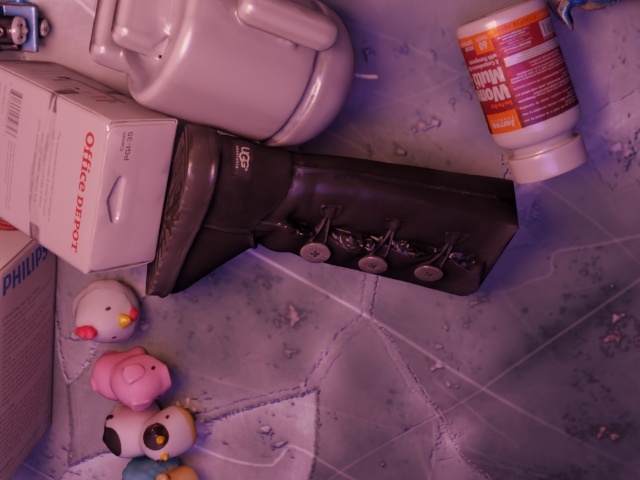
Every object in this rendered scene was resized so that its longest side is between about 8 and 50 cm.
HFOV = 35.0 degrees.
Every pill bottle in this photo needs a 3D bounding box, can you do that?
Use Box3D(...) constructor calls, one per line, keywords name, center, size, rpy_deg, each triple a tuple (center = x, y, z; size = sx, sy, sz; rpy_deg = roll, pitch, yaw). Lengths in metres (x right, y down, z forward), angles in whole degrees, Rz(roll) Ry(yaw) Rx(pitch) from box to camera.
Box3D(name="pill bottle", center=(0.267, -0.193, 1.321), size=(0.121, 0.121, 0.221), rpy_deg=(-19, 100, 11))

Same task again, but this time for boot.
Box3D(name="boot", center=(0.001, 0.000, 1.403), size=(0.446, 0.367, 0.146), rpy_deg=(7, 66, -18))

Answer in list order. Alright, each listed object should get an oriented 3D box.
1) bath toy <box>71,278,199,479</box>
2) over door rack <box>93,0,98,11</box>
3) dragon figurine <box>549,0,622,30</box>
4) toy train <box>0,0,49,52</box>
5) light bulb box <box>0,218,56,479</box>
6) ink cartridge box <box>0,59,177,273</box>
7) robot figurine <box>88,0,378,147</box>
Box3D(name="bath toy", center=(-0.283, 0.228, 1.526), size=(0.152, 0.129, 0.348), rpy_deg=(-12, 107, 10))
Box3D(name="over door rack", center=(-0.223, -0.443, 1.301), size=(0.240, 0.108, 0.324), rpy_deg=(-14, 107, 11))
Box3D(name="dragon figurine", center=(0.331, -0.368, 1.282), size=(0.144, 0.085, 0.289), rpy_deg=(-39, 106, 14))
Box3D(name="toy train", center=(-0.468, -0.291, 1.376), size=(0.184, 0.105, 0.080), rpy_deg=(6, 110, 4))
Box3D(name="light bulb box", center=(-0.593, 0.140, 1.474), size=(0.358, 0.225, 0.360), rpy_deg=(8, 110, 3))
Box3D(name="ink cartridge box", center=(-0.334, -0.104, 1.348), size=(0.283, 0.117, 0.207), rpy_deg=(27, 114, 35))
Box3D(name="robot figurine", center=(-0.104, -0.235, 1.277), size=(0.354, 0.300, 0.199), rpy_deg=(16, 77, -31))
